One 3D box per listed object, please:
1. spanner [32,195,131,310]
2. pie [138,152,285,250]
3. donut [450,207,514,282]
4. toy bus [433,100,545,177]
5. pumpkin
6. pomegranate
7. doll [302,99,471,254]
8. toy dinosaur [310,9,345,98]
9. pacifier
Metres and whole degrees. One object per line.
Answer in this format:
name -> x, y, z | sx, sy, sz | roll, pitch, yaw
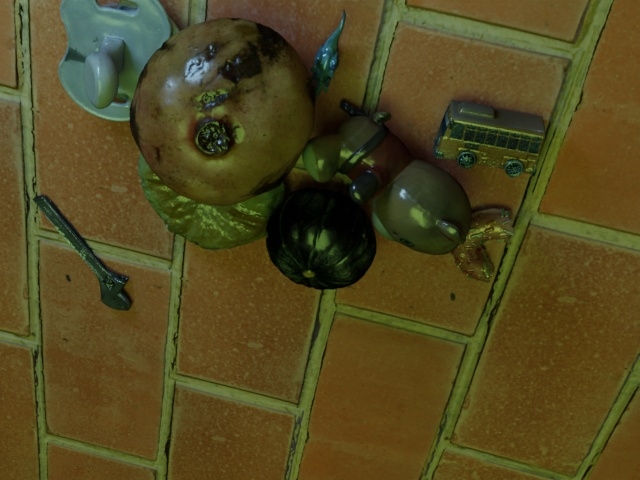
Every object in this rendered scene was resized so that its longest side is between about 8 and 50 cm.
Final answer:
spanner -> -0.517, 0.030, 1.865 | 0.093, 0.026, 0.325 | -24, 114, 26
pie -> -0.214, -0.102, 1.680 | 0.306, 0.071, 0.307 | 7, 128, 10
donut -> 0.303, 0.007, 1.645 | 0.116, 0.065, 0.166 | 12, 124, 3
toy bus -> 0.298, -0.184, 1.502 | 0.181, 0.091, 0.103 | 11, 124, 3
pumpkin -> 0.000, 0.000, 1.630 | 0.220, 0.162, 0.220 | 16, 153, 9
pomegranate -> -0.162, -0.215, 1.434 | 0.321, 0.322, 0.322 | 6, 124, 8
doll -> 0.130, -0.107, 1.525 | 0.330, 0.235, 0.174 | 40, 95, -3
toy dinosaur -> 0.009, -0.309, 1.486 | 0.045, 0.080, 0.197 | 17, 130, -6
pacifier -> -0.358, -0.311, 1.488 | 0.227, 0.207, 0.279 | 13, 126, -2
